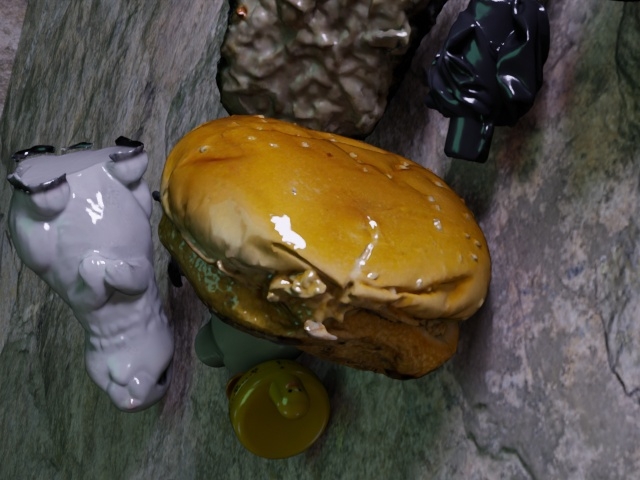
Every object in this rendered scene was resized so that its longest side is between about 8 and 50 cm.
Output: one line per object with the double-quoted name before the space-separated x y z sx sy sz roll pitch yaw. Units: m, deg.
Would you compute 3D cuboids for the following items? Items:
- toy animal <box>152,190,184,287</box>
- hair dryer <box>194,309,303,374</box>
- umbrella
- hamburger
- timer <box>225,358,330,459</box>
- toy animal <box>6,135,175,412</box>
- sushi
"toy animal" -0.153 -0.004 1.662 0.232 0.084 0.148 -19 62 55
"hair dryer" -0.068 0.046 1.489 0.296 0.119 0.298 -50 21 49
"umbrella" 0.158 -0.202 1.127 0.122 0.110 0.272 14 92 29
"hamburger" 0.000 0.000 1.128 0.314 0.290 0.170 49 124 57
"timer" -0.040 0.177 1.327 0.107 0.107 0.109 -68 25 16
"toy animal" -0.291 0.049 1.722 0.258 0.194 0.357 31 138 64
"sushi" 0.014 -0.233 1.252 0.171 0.211 0.350 -68 1 -48
